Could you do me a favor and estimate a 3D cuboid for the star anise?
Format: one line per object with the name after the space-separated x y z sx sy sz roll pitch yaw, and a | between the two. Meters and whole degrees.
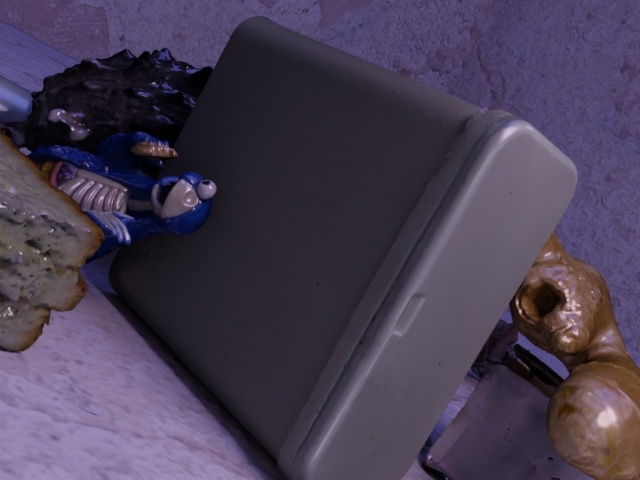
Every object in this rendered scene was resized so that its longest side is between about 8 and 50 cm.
0.278 0.198 1.541 0.198 0.111 0.257 8 -16 16 | star anise

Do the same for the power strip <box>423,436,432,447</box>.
0.097 0.218 1.013 0.083 0.035 0.055 50 15 25 | power strip

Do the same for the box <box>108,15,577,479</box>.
0.000 0.000 0.816 0.344 0.352 0.177 34 8 39 | box

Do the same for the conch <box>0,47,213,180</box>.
-0.236 -0.103 1.006 0.241 0.313 0.186 51 36 -17 | conch

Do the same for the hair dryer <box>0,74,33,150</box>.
-0.508 -0.210 1.174 0.173 0.108 0.357 30 1 -31 | hair dryer

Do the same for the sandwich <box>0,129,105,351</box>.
-0.347 -0.050 0.587 0.262 0.131 0.325 38 7 34 | sandwich

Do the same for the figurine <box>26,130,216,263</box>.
-0.218 -0.031 0.811 0.262 0.121 0.164 9 38 29 | figurine

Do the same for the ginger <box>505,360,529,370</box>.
0.380 0.278 1.508 0.080 0.104 0.204 -3 -21 39 | ginger

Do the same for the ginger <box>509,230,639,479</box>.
0.277 0.090 0.918 0.348 0.122 0.363 24 32 -54 | ginger

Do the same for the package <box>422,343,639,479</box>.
0.305 0.269 0.964 0.311 0.165 0.221 35 8 22 | package
